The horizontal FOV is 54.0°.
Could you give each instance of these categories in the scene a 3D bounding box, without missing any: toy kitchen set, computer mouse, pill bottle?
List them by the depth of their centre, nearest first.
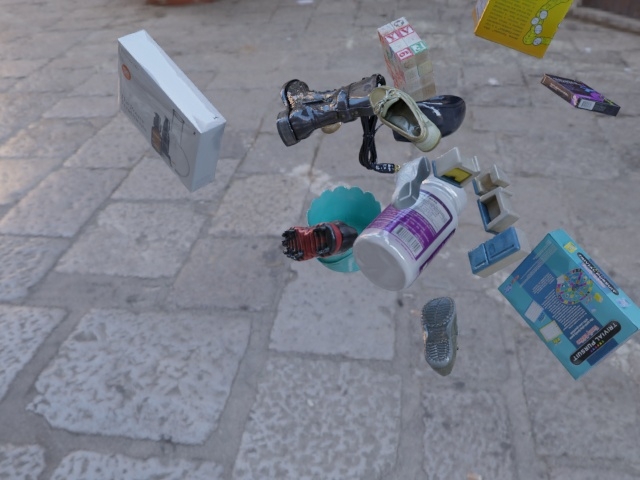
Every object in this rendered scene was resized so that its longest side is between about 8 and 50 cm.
[{"bbox_3d":[0.301,-0.055,1.267,0.166,0.122,0.207,17,52,-33],"label":"toy kitchen set"},{"bbox_3d":[0.210,-0.227,1.400,0.262,0.184,0.060,-6,34,-19],"label":"computer mouse"},{"bbox_3d":[0.226,-0.030,1.519,0.169,0.169,0.301,24,53,32],"label":"pill bottle"}]

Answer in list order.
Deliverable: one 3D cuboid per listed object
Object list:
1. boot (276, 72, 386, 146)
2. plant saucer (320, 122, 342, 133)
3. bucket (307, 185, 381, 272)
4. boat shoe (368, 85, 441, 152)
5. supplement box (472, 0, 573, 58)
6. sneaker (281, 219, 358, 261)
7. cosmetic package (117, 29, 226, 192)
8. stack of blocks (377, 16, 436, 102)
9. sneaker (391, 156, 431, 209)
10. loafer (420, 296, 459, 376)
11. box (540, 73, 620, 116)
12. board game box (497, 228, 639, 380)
[{"bbox_3d":[0.031,-0.297,1.331,0.229,0.091,0.263,-18,36,17],"label":"boot"},{"bbox_3d":[0.029,-0.369,1.927,0.083,0.083,0.015,25,2,33],"label":"plant saucer"},{"bbox_3d":[0.087,-0.033,2.208,0.281,0.183,0.281,-3,49,3],"label":"bucket"},{"bbox_3d":[0.118,-0.189,0.938,0.048,0.056,0.153,20,29,-51],"label":"boat shoe"},{"bbox_3d":[0.546,-0.680,1.580,0.195,0.356,0.194,19,38,-2],"label":"supplement box"},{"bbox_3d":[0.000,0.000,1.681,0.135,0.097,0.276,-8,0,-34],"label":"sneaker"},{"bbox_3d":[-0.433,-0.361,1.787,0.097,0.284,0.377,-33,74,-33],"label":"cosmetic package"},{"bbox_3d":[0.269,-0.491,1.883,0.087,0.297,0.171,-25,52,1],"label":"stack of blocks"},{"bbox_3d":[0.184,-0.119,1.345,0.061,0.053,0.152,-5,40,43],"label":"sneaker"},{"bbox_3d":[0.308,0.246,1.618,0.094,0.087,0.251,-6,37,20],"label":"loafer"},{"bbox_3d":[0.607,-0.343,1.473,0.116,0.029,0.162,6,31,-20],"label":"box"},{"bbox_3d":[0.690,0.176,1.743,0.079,0.253,0.336,-13,56,-38],"label":"board game box"}]
